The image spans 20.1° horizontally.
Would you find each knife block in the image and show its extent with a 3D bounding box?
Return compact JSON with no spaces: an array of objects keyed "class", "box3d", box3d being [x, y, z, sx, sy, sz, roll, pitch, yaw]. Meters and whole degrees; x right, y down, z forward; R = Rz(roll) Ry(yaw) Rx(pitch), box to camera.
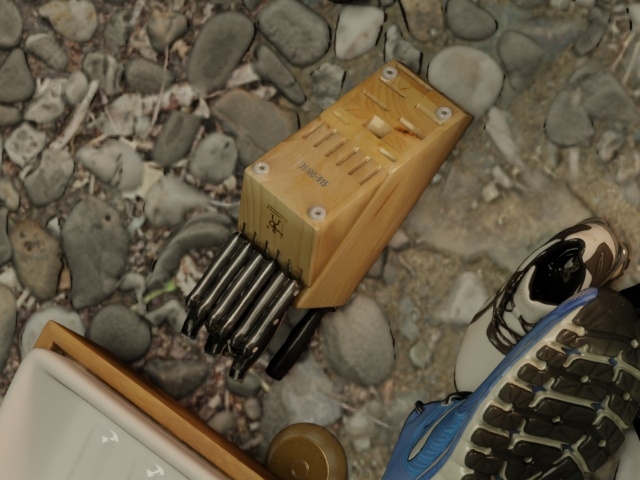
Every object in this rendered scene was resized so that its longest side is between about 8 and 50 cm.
[{"class":"knife block","box3d":[0.000,0.000,1.599,0.088,0.242,0.275,40,60,20]}]

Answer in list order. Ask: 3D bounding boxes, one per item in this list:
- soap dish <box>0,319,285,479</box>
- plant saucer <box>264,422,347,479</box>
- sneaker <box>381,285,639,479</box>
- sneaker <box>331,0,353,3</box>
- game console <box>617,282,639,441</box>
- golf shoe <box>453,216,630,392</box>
[{"class":"soap dish","box3d":[-0.178,0.241,1.635,0.291,0.118,0.229,34,106,24]},{"class":"plant saucer","box3d":[-0.016,0.206,1.625,0.083,0.015,0.083,-1,88,25]},{"class":"sneaker","box3d":[0.129,0.156,1.459,0.330,0.129,0.147,-51,30,19]},{"class":"sneaker","box3d":[-0.046,-0.322,1.613,0.108,0.100,0.271,-41,72,13]},{"class":"game console","box3d":[0.310,0.201,1.420,0.213,0.044,0.361,-19,72,-1]},{"class":"golf shoe","box3d":[0.168,0.059,1.501,0.077,0.094,0.198,42,107,19]}]
